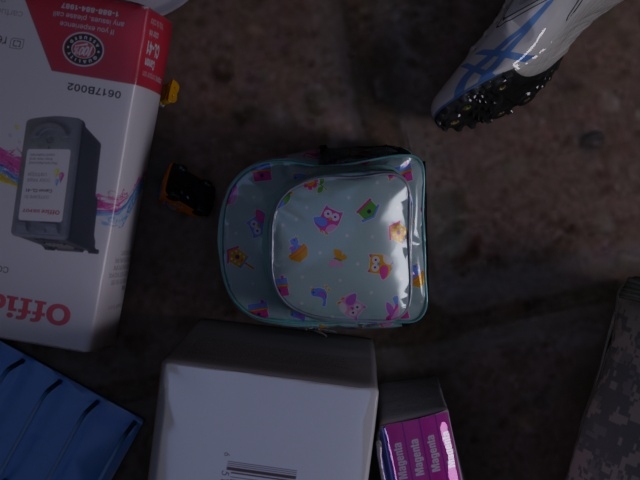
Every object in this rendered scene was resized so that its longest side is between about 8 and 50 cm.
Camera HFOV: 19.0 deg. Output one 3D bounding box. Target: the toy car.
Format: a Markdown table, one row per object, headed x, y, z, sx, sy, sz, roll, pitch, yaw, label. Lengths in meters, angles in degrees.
| x | y | z | sx | sy | sz | roll | pitch | yaw | label |
| --- | --- | --- | --- | --- | --- | --- | --- | --- | --- |
| -0.128 | -0.080 | 1.744 | 0.040 | 0.060 | 0.122 | -15 | 71 | 44 | toy car |

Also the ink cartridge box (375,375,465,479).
| x | y | z | sx | sy | sz | roll | pitch | yaw | label |
| --- | --- | --- | --- | --- | --- | --- | --- | --- | --- |
| 0.108 | 0.291 | 1.602 | 0.071 | 0.330 | 0.324 | -11 | 93 | 2 | ink cartridge box |

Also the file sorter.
| x | y | z | sx | sy | sz | roll | pitch | yaw | label |
| --- | --- | --- | --- | --- | --- | --- | --- | --- | --- |
| -0.265 | 0.176 | 1.716 | 0.170 | 0.104 | 0.118 | 29 | 92 | 0 | file sorter |

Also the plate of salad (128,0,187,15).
| x | y | z | sx | sy | sz | roll | pitch | yaw | label |
| --- | --- | --- | --- | --- | --- | --- | --- | --- | --- |
| -0.183 | -0.291 | 1.704 | 0.200 | 0.048 | 0.200 | 6 | 118 | 11 | plate of salad |

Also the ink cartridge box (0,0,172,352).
| x | y | z | sx | sy | sz | roll | pitch | yaw | label |
| --- | --- | --- | --- | --- | --- | --- | --- | --- | --- |
| -0.270 | -0.068 | 1.678 | 0.226 | 0.131 | 0.306 | 9 | 88 | 3 | ink cartridge box |

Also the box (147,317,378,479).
| x | y | z | sx | sy | sz | roll | pitch | yaw | label |
| --- | --- | --- | --- | --- | --- | --- | --- | --- | --- |
| -0.047 | 0.193 | 1.591 | 0.168 | 0.345 | 0.215 | 8 | 93 | 1 | box |

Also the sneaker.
| x | y | z | sx | sy | sz | roll | pitch | yaw | label |
| --- | --- | --- | --- | --- | --- | --- | --- | --- | --- |
| 0.184 | -0.191 | 1.709 | 0.237 | 0.085 | 0.086 | -44 | 65 | 6 | sneaker |

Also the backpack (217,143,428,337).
| x | y | z | sx | sy | sz | roll | pitch | yaw | label |
| --- | --- | --- | --- | --- | --- | --- | --- | --- | --- |
| 0.000 | 0.000 | 1.685 | 0.188 | 0.144 | 0.166 | -1 | 98 | 4 | backpack |

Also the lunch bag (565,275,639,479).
| x | y | z | sx | sy | sz | roll | pitch | yaw | label |
| --- | --- | --- | --- | --- | --- | --- | --- | --- | --- |
| 0.345 | 0.195 | 1.663 | 0.256 | 0.212 | 0.305 | 16 | 92 | 17 | lunch bag |
